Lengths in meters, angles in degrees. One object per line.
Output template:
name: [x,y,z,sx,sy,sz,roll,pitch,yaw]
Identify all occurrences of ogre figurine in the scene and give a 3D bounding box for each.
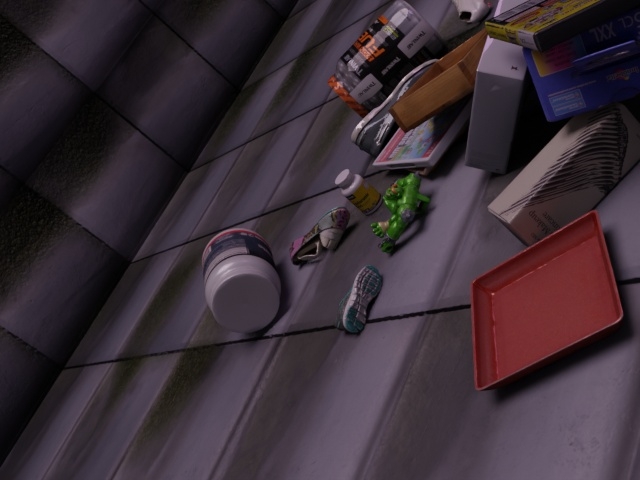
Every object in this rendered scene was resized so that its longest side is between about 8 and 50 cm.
ogre figurine: [0.181,-0.077,1.867,0.197,0.097,0.118,-50,0,-41]

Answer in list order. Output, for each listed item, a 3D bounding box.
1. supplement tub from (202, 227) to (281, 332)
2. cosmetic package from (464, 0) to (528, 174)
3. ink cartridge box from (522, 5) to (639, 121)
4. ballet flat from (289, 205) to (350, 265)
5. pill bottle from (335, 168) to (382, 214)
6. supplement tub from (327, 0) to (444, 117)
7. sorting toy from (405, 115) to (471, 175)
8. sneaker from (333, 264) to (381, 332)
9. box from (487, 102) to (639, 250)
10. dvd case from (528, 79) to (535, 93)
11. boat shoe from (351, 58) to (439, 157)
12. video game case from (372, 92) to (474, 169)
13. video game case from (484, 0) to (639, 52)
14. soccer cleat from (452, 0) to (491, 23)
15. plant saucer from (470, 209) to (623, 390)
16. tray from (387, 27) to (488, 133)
supplement tub: [-0.204,0.100,2.142,0.191,0.191,0.272,-45,24,10]
cosmetic package: [0.388,-0.370,1.695,0.284,0.097,0.377,87,-159,-58]
ink cartridge box: [0.512,-0.348,1.427,0.270,0.151,0.395,-15,24,30]
ballet flat: [0.000,0.000,2.101,0.221,0.077,0.079,-37,44,38]
pill bottle: [0.092,-0.121,2.047,0.065,0.116,0.065,-40,25,22]
supplement tub: [0.181,-0.514,2.389,0.316,0.193,0.193,-45,24,11]
sorting toy: [0.278,-0.238,2.008,0.193,0.038,0.208,-50,19,-3]
sneaker: [0.073,0.124,1.787,0.076,0.065,0.166,-22,34,54]
box: [0.432,-0.112,1.447,0.275,0.113,0.094,-49,23,5]
dvd case: [0.493,-0.419,1.917,0.221,0.018,0.164,-48,25,2]
boat shoe: [0.226,-0.347,2.222,0.319,0.116,0.099,-43,66,-3]
video game case: [0.249,-0.258,2.009,0.204,0.025,0.285,-54,20,-12]
video game case: [0.433,-0.393,1.366,0.275,0.035,0.248,-26,20,1]
soccer cleat: [0.412,-0.660,2.368,0.076,0.068,0.196,-50,26,6]
plant saucer: [0.358,0.104,1.330,0.259,0.048,0.258,-34,28,30]
tray: [0.316,-0.391,1.962,0.203,0.076,0.411,-31,10,33]
